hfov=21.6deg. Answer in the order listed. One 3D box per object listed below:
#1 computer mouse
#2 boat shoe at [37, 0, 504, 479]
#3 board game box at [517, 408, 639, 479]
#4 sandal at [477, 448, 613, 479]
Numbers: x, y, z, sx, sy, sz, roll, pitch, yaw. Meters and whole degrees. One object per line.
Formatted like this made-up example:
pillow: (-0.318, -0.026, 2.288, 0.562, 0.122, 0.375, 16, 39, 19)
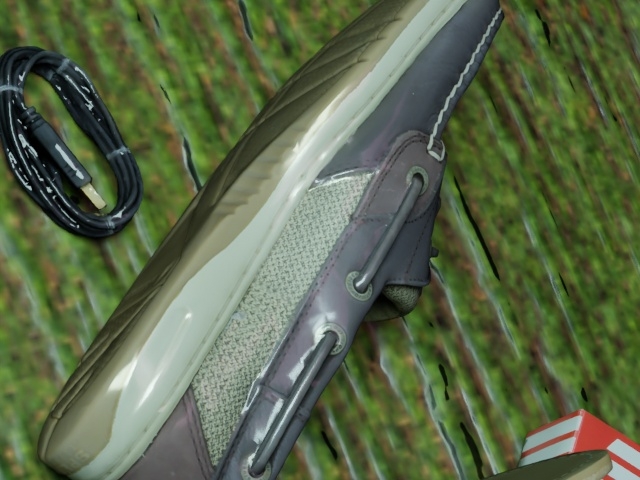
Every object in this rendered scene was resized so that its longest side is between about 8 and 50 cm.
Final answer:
computer mouse: (-0.157, -0.098, 0.661, 0.242, 0.041, 0.071, 44, 54, -7)
boat shoe: (0.000, 0.000, 0.677, 0.092, 0.103, 0.285, 43, 59, -13)
board game box: (0.155, 0.184, 0.714, 0.193, 0.045, 0.147, 32, 57, -14)
sandal: (0.018, 0.156, 0.633, 0.240, 0.088, 0.079, -18, 89, -27)
